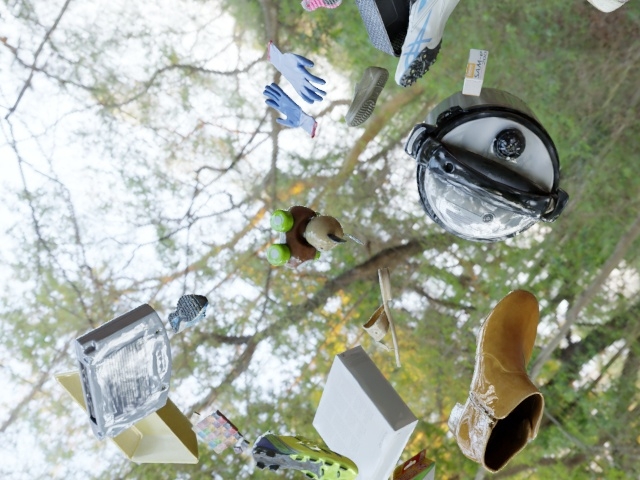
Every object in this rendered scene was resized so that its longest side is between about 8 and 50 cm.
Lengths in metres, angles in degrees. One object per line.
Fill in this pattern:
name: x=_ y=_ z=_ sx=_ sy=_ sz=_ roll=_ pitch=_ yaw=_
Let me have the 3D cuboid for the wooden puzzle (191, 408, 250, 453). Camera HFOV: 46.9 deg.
wooden puzzle: x=-0.133 y=0.249 z=0.958 sx=0.083 sy=0.049 sz=0.006 roll=47 pitch=-155 yaw=-11

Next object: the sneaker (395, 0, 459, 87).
sneaker: x=0.199 y=-0.412 z=1.436 sx=0.086 sy=0.237 sz=0.085 roll=27 pitch=-174 yaw=23

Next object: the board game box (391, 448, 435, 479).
board game box: x=0.186 y=0.572 z=1.533 sx=0.039 sy=0.259 sz=0.124 roll=11 pitch=-164 yaw=39

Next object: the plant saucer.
plant saucer: x=-0.476 y=0.420 z=1.865 sx=0.332 sy=0.333 sz=0.081 roll=55 pitch=-133 yaw=-18

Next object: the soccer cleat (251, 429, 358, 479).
soccer cleat: x=-0.035 y=0.536 z=1.863 sx=0.289 sy=0.093 sz=0.121 roll=4 pitch=-150 yaw=23

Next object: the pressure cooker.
pressure cooker: x=0.424 y=-0.199 z=1.935 sx=0.420 sy=0.370 sz=0.375 roll=-74 pitch=-34 yaw=-68

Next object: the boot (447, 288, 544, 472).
boot: x=0.310 y=0.218 z=1.178 sx=0.104 sy=0.295 sz=0.211 roll=28 pitch=175 yaw=-7

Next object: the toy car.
toy car: x=0.000 y=0.000 z=1.678 sx=0.189 sy=0.148 sz=0.155 roll=8 pitch=-175 yaw=33

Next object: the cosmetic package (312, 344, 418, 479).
cosmetic package: x=0.120 y=0.534 z=2.169 sx=0.098 sy=0.377 sz=0.284 roll=-16 pitch=-128 yaw=-29

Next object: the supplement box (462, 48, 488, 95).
supplement box: x=0.305 y=-0.330 z=1.456 sx=0.036 sy=0.062 sz=0.098 roll=10 pitch=176 yaw=9

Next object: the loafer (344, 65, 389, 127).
loafer: x=0.096 y=-0.317 z=1.618 sx=0.050 sy=0.148 sz=0.056 roll=42 pitch=-164 yaw=32

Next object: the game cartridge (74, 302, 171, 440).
game cartridge: x=-0.413 y=0.279 z=1.583 sx=0.062 sy=0.297 sz=0.198 roll=29 pitch=-137 yaw=30

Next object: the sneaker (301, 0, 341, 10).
sneaker: x=0.008 y=-0.662 z=2.009 sx=0.119 sy=0.057 sz=0.047 roll=3 pitch=145 yaw=27

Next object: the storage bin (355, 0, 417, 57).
storage bin: x=0.164 y=-0.522 z=1.665 sx=0.084 sy=0.122 sz=0.180 roll=41 pitch=167 yaw=46

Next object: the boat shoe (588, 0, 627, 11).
boat shoe: x=0.362 y=-0.382 z=0.967 sx=0.285 sy=0.092 sz=0.102 roll=8 pitch=-111 yaw=-47

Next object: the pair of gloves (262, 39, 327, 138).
pair of gloves: x=-0.054 y=-0.294 z=1.464 sx=0.023 sy=0.198 sz=0.159 roll=-35 pitch=-116 yaw=-29

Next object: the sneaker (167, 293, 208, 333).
sneaker: x=-0.299 y=0.161 z=1.731 sx=0.073 sy=0.162 sz=0.063 roll=-18 pitch=-103 yaw=-39

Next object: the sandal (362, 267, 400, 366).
sandal: x=0.135 y=0.185 z=1.735 sx=0.079 sy=0.239 sz=0.088 roll=-8 pitch=-167 yaw=2
